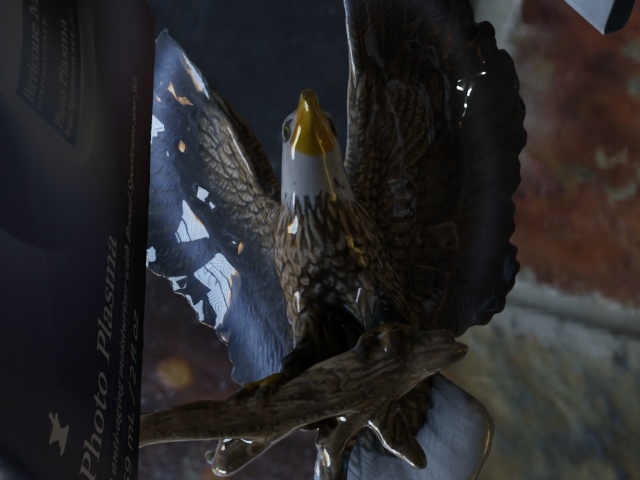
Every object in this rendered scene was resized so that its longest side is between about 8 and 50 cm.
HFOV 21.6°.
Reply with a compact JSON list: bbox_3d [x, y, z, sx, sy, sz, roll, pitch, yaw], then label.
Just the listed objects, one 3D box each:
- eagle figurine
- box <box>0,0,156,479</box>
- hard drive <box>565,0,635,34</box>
[{"bbox_3d":[0.002,-0.009,0.924,0.226,0.298,0.225,18,123,-18],"label":"eagle figurine"},{"bbox_3d":[-0.195,-0.047,0.644,0.183,0.296,0.294,-10,147,13],"label":"box"},{"bbox_3d":[0.153,-0.205,1.047,0.022,0.135,0.094,-19,141,-30],"label":"hard drive"}]
